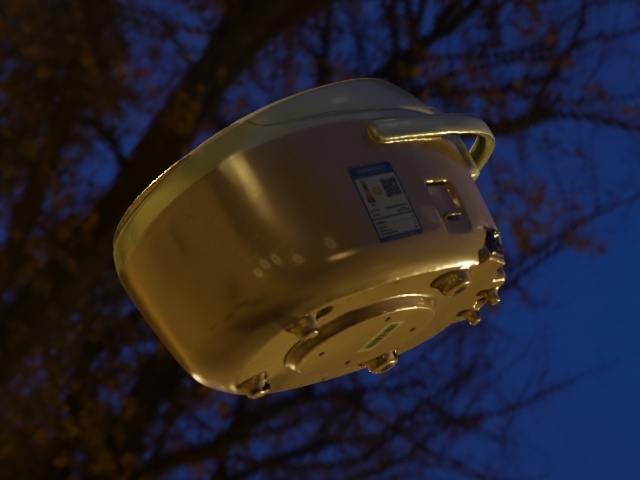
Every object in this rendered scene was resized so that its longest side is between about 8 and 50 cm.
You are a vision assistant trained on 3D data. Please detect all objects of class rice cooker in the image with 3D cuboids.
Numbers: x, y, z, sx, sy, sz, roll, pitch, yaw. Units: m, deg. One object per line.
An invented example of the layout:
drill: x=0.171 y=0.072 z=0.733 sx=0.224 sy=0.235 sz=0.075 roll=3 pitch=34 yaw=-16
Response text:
rice cooker: x=0.000 y=0.000 z=0.927 sx=0.145 sy=0.206 sz=0.127 roll=-49 pitch=-122 yaw=45
